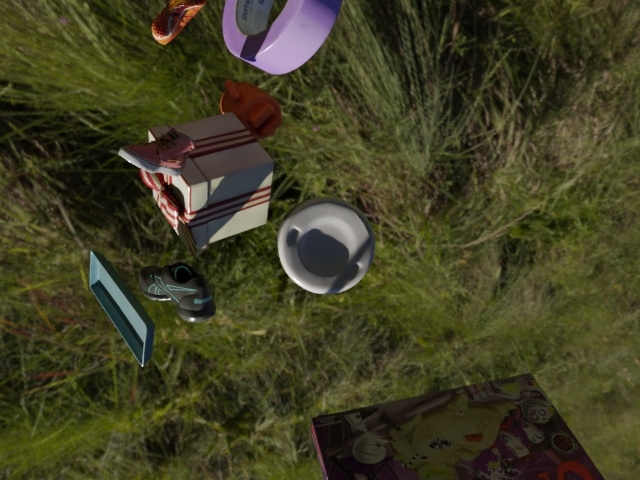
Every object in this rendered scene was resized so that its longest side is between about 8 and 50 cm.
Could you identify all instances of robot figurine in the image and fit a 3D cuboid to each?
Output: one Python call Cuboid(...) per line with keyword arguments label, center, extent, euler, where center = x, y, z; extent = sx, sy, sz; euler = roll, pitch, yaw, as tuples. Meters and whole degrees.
Cuboid(label="robot figurine", center=(-0.189, -0.351, 1.500), extent=(0.158, 0.128, 0.219), euler=(-1, -152, -36))

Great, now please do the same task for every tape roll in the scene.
Cuboid(label="tape roll", center=(-0.080, -0.483, 1.132), extent=(0.275, 0.274, 0.090), euler=(-23, 153, 38))

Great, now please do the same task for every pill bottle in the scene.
Cuboid(label="pill bottle", center=(0.000, 0.000, 1.043), extent=(0.161, 0.161, 0.283), euler=(-27, -174, -3))

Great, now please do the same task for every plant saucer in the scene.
Cuboid(label="plant saucer", center=(-0.270, 0.086, 0.756), extent=(0.018, 0.067, 0.192), euler=(-11, -144, -40))

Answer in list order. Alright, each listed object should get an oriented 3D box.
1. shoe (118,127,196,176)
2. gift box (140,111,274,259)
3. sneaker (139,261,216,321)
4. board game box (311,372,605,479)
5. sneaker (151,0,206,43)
Cuboid(label="shoe", center=(-0.289, -0.167, 1.011), extent=(0.081, 0.063, 0.178), euler=(-57, 168, 8))
Cuboid(label="gift box", center=(-0.282, -0.126, 1.389), extent=(0.258, 0.255, 0.276), euler=(-20, 140, -29))
Cuboid(label="sneaker", center=(-0.327, 0.091, 1.275), extent=(0.267, 0.106, 0.101), euler=(19, -149, 40))
Cuboid(label="board game box", center=(0.178, 0.299, 0.756), extent=(0.347, 0.056, 0.208), euler=(-9, -139, -11))
Cuboid(label="sneaker", center=(-0.312, -0.514, 1.250), extent=(0.175, 0.064, 0.067), euler=(-44, -169, -2))
